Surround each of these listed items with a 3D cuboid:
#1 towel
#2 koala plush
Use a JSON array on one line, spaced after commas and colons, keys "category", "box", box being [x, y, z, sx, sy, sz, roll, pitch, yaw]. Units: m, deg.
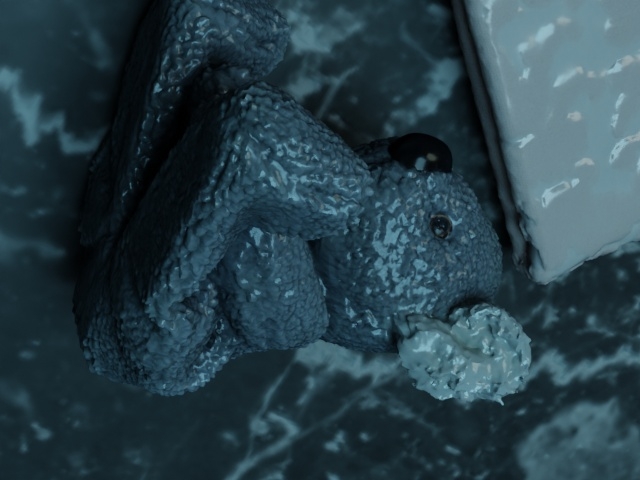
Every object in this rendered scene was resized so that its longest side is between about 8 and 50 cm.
[{"category": "towel", "box": [0.226, -0.171, 0.874, 0.331, 0.053, 0.317, -25, 118, -11]}, {"category": "koala plush", "box": [0.000, 0.000, 0.792, 0.221, 0.196, 0.203, 13, 118, -27]}]
